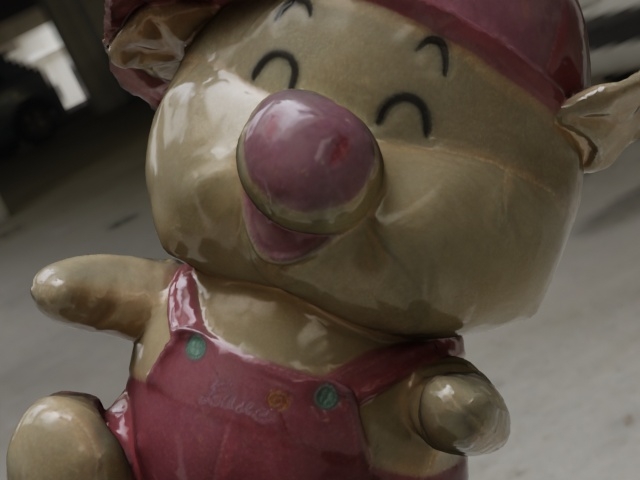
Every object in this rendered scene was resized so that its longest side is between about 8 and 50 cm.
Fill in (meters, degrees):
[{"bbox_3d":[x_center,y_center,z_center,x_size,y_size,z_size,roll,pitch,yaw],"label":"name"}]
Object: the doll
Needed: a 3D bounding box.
[{"bbox_3d":[0.001,0.000,0.592,0.196,0.255,0.152,18,0,-12],"label":"doll"}]
